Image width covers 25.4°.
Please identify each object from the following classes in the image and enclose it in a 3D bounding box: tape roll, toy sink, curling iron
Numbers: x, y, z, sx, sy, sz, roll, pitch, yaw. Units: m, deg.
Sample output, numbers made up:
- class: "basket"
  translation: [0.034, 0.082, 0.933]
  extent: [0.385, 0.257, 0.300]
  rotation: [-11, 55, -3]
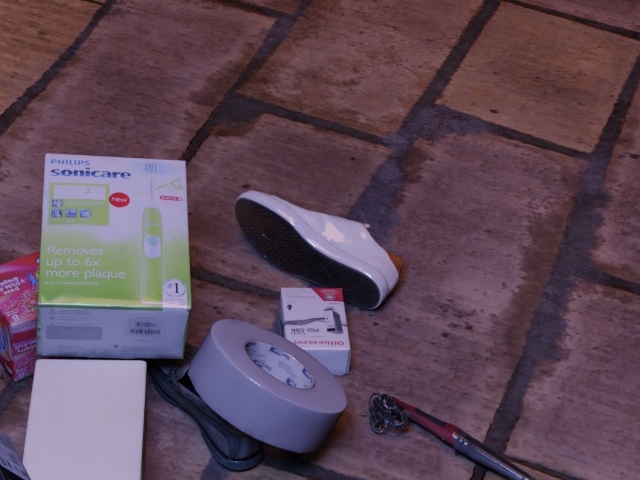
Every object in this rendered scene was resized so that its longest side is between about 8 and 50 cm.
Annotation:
- class: "tape roll"
  translation: [-0.073, 0.200, 1.979]
  extent: [0.219, 0.072, 0.219]
  rotation: [28, 15, -9]
- class: "toy sink"
  translation: [-0.310, 0.285, 1.891]
  extent: [0.153, 0.131, 0.234]
  rotation: [1, 41, -6]
- class: "curling iron"
  translation: [0.184, 0.291, 2.021]
  extent: [0.274, 0.035, 0.068]
  rotation: [25, 49, 21]

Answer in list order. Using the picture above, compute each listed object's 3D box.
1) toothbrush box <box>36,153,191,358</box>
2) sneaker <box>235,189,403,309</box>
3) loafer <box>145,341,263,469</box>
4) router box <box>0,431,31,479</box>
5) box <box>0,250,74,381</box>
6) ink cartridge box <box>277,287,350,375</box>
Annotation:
- class: "toothbrush box"
  translation: [-0.293, 0.020, 2.008]
  extent: [0.206, 0.122, 0.283]
  rotation: [3, 47, -10]
- class: "sneaker"
  translation: [0.000, 0.000, 2.283]
  extent: [0.290, 0.106, 0.123]
  rotation: [33, 43, 12]
- class: "loafer"
  translation: [-0.162, 0.209, 2.029]
  extent: [0.096, 0.084, 0.267]
  rotation: [-22, 49, -28]
- class: "router box"
  translation: [-0.429, 0.395, 1.682]
  extent: [0.243, 0.081, 0.309]
  rotation: [-42, 47, 1]
- class: "box"
  translation: [-0.366, 0.086, 2.107]
  extent: [0.257, 0.128, 0.122]
  rotation: [-21, 51, -29]
- class: "ink cartridge box"
  translation: [-0.010, 0.136, 2.152]
  extent: [0.099, 0.056, 0.135]
  rotation: [0, 41, -8]
